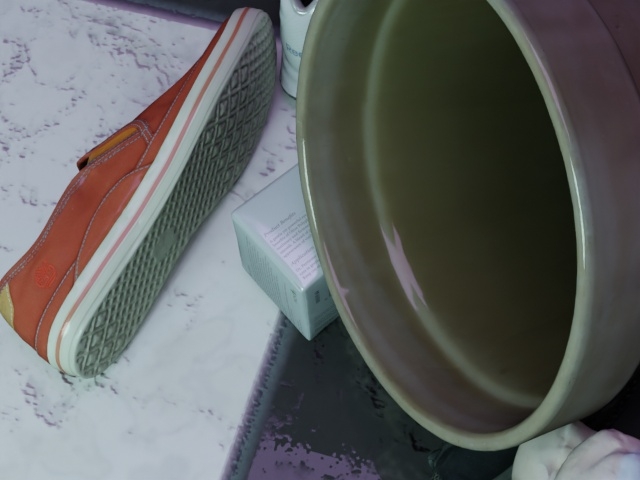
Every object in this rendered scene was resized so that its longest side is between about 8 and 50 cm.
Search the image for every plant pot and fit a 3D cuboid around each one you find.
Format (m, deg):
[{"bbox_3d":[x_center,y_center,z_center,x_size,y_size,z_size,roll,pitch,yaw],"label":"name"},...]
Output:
[{"bbox_3d":[0.180,-0.056,1.094,0.280,0.323,0.323,-15,60,-28],"label":"plant pot"}]

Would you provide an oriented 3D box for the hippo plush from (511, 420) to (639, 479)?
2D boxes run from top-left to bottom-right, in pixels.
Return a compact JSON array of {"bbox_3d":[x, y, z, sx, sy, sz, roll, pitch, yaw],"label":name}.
[{"bbox_3d":[0.280,0.208,1.047,0.237,0.234,0.294,-22,63,-7],"label":"hippo plush"}]

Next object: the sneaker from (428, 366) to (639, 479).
[{"bbox_3d":[0.110,0.136,1.183,0.130,0.087,0.227,35,77,33],"label":"sneaker"}]

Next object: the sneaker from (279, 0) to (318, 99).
[{"bbox_3d":[0.043,-0.253,1.364,0.111,0.129,0.297,10,62,14],"label":"sneaker"}]

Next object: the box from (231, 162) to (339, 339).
[{"bbox_3d":[0.000,0.000,1.248,0.101,0.102,0.087,-37,69,-15],"label":"box"}]

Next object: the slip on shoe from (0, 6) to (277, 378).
[{"bbox_3d":[-0.136,-0.052,1.281,0.101,0.123,0.331,25,71,20],"label":"slip on shoe"}]
